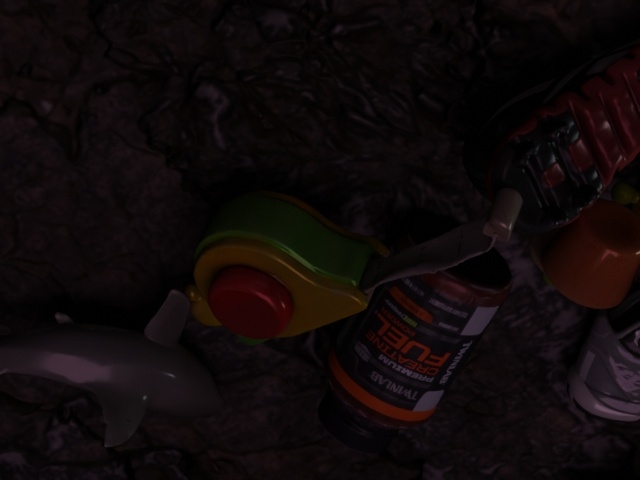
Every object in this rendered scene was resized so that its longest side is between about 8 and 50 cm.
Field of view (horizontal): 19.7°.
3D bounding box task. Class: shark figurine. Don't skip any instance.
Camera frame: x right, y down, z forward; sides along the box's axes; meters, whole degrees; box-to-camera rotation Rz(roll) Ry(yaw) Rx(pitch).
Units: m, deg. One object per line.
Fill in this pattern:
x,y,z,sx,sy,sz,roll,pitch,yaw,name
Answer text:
-0.201,0.121,1.488,0.278,0.116,0.166,3,146,-16,shark figurine

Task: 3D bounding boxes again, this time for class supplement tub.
0.071,0.084,1.534,0.106,0.106,0.198,19,118,-19,supplement tub

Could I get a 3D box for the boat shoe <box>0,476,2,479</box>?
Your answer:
-0.280,0.278,1.626,0.081,0.069,0.228,-27,122,9,boat shoe

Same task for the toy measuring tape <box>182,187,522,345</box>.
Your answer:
0.000,0.000,1.422,0.121,0.121,0.330,38,140,-27,toy measuring tape

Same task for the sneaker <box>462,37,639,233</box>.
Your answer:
0.225,-0.105,1.444,0.276,0.135,0.098,-31,112,-16,sneaker

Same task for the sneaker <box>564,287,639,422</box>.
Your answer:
0.336,0.099,1.599,0.228,0.086,0.132,6,119,-11,sneaker

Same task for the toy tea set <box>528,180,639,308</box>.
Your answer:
0.326,0.040,1.501,0.336,0.200,0.124,20,132,-6,toy tea set
